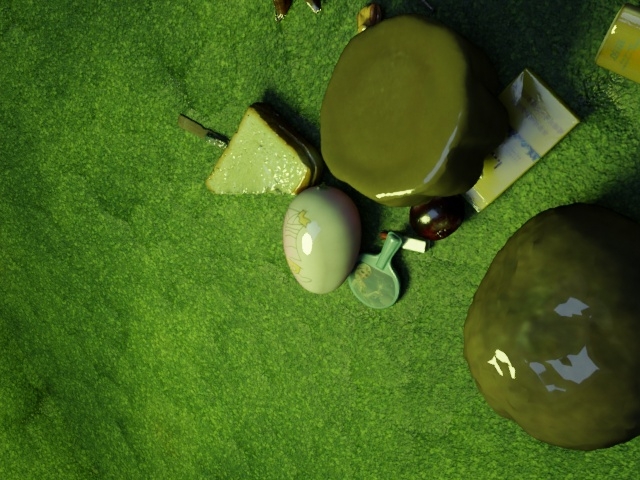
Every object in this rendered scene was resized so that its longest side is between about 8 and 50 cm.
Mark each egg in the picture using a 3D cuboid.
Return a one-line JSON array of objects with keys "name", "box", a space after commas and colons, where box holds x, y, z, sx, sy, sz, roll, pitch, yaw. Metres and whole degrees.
[{"name": "egg", "box": [0.000, 0.000, 1.459, 0.196, 0.196, 0.271, 28, 121, 20]}]

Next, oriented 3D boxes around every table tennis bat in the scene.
[{"name": "table tennis bat", "box": [0.144, 0.072, 1.475, 0.149, 0.038, 0.237, 38, 132, 18]}]

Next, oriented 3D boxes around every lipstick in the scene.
[{"name": "lipstick", "box": [0.195, -0.001, 1.442, 0.129, 0.030, 0.030, 14, 113, 31]}]

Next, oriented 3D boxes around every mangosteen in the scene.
[{"name": "mangosteen", "box": [0.253, -0.072, 1.340, 0.140, 0.140, 0.140, 10, 110, 27]}]

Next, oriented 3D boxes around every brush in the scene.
[{"name": "brush", "box": [-0.323, -0.290, 1.649, 0.190, 0.027, 0.034, 30, 117, 20]}]

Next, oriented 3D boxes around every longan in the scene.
[{"name": "longan", "box": [0.489, 0.163, 1.134, 0.403, 0.404, 0.436, 27, 91, 20]}]

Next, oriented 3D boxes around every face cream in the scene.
[{"name": "face cream", "box": [0.632, -0.300, 1.045, 0.285, 0.067, 0.139, 31, 162, 18]}]

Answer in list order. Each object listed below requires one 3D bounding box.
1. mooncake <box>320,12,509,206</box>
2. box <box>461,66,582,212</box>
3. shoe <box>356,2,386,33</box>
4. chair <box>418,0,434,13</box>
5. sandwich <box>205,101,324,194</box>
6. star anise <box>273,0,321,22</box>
[{"name": "mooncake", "box": [0.184, -0.250, 1.228, 0.378, 0.200, 0.379, -6, 81, 40]}, {"name": "box", "box": [0.380, -0.204, 1.261, 0.153, 0.041, 0.279, 48, 123, 8]}, {"name": "shoe", "box": [0.113, -0.457, 1.314, 0.069, 0.072, 0.109, 156, 112, -62]}, {"name": "chair", "box": [0.167, -0.572, 1.233, 0.221, 0.095, 0.104, 40, 112, 14]}, {"name": "sandwich", "box": [-0.143, -0.172, 1.540, 0.254, 0.099, 0.288, 46, 122, 10]}, {"name": "star anise", "box": [-0.075, -0.637, 1.355, 0.288, 0.088, 0.288, 17, 129, 22]}]
